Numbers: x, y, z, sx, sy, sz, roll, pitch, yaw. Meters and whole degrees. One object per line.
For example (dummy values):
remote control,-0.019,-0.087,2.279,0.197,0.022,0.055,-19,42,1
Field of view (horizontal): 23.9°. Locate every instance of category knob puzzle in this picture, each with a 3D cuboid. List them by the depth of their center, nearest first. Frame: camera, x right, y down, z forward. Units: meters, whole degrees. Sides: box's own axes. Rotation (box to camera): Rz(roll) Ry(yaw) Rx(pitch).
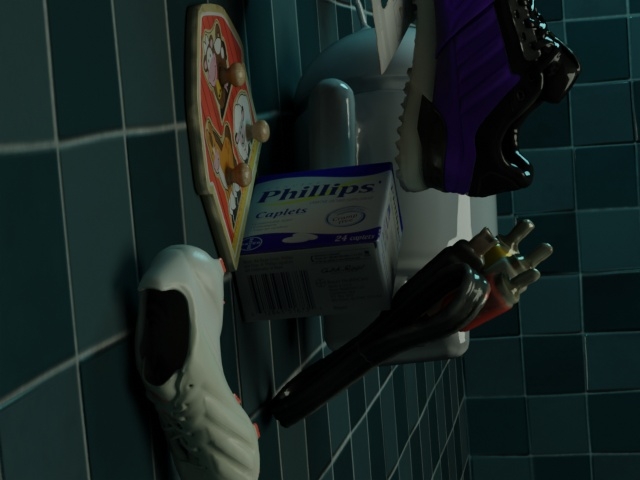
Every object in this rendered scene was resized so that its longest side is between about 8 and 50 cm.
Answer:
knob puzzle,-0.071,-0.103,1.204,0.213,0.030,0.213,-3,90,-79

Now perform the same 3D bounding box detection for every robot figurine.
robot figurine,0.072,-0.059,1.488,0.300,0.200,0.353,30,56,-60

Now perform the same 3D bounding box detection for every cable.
cable,0.071,0.090,1.260,0.072,0.287,0.139,42,21,-11

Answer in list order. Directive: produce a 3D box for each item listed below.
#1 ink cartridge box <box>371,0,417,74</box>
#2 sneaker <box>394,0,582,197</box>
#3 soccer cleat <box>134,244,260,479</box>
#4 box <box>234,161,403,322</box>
ink cartridge box,0.060,-0.278,1.282,0.181,0.056,0.224,79,31,-42
sneaker,0.156,-0.177,1.298,0.102,0.146,0.293,-26,124,-65
soccer cleat,-0.086,0.099,0.984,0.076,0.068,0.196,-39,125,-59
box,0.000,0.000,1.287,0.137,0.126,0.072,-77,158,-59
